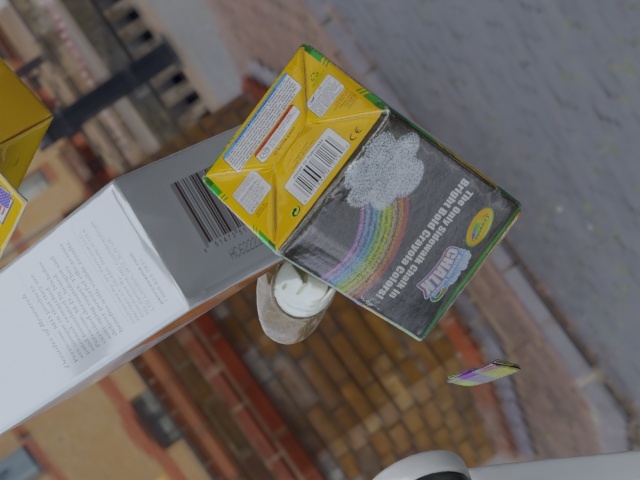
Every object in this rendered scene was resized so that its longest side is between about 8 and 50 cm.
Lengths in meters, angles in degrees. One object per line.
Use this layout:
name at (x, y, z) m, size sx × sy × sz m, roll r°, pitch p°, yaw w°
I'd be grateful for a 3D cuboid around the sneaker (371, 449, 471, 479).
sneaker at (0.097, 0.278, 1.046) m, size 0.295 × 0.105 × 0.147 m, roll 76°, pitch 172°, yaw -51°

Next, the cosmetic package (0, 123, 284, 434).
cosmetic package at (-0.248, 0.059, 1.781) m, size 0.453 × 0.230 × 0.161 m, roll -32°, pitch 88°, yaw 42°

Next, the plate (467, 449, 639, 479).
plate at (0.217, 0.306, 1.448) m, size 0.045 × 0.278 × 0.277 m, roll -115°, pitch 32°, yaw -43°

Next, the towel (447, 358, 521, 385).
towel at (0.212, 0.172, 1.987) m, size 0.060 × 0.083 × 0.009 m, roll 15°, pitch -121°, yaw -45°

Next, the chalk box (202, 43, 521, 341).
chalk box at (0.047, -0.026, 1.152) m, size 0.213 × 0.132 × 0.132 m, roll 33°, pitch -173°, yaw -41°

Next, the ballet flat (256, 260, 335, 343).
ballet flat at (0.000, 0.000, 2.059) m, size 0.116 × 0.342 × 0.124 m, roll 16°, pitch -164°, yaw -18°

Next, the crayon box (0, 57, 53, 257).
crayon box at (-0.354, -0.111, 1.317) m, size 0.323 × 0.083 × 0.203 m, roll 47°, pitch 139°, yaw 8°
